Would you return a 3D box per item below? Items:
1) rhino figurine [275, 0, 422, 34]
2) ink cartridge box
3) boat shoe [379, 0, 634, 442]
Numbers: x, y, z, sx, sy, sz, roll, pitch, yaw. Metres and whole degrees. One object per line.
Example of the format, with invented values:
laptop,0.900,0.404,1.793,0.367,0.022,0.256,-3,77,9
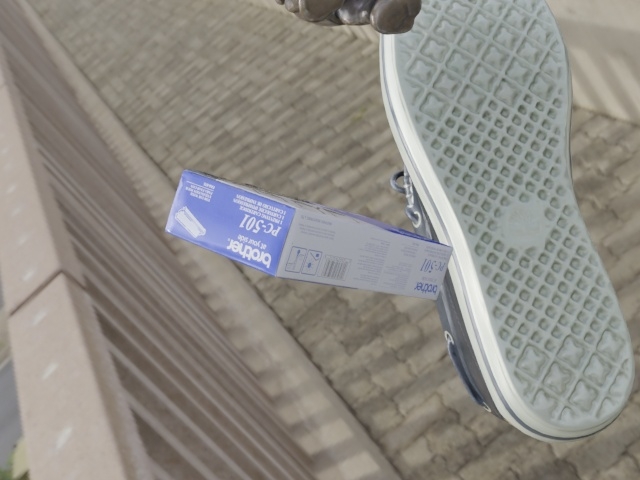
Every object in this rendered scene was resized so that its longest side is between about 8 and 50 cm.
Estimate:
rhino figurine,0.064,-0.206,0.553,0.243,0.073,0.106,-44,33,-4
ink cartridge box,0.000,0.000,0.686,0.097,0.207,0.046,21,95,35
boat shoe,0.158,-0.054,0.941,0.186,0.500,0.156,-10,-15,-11
